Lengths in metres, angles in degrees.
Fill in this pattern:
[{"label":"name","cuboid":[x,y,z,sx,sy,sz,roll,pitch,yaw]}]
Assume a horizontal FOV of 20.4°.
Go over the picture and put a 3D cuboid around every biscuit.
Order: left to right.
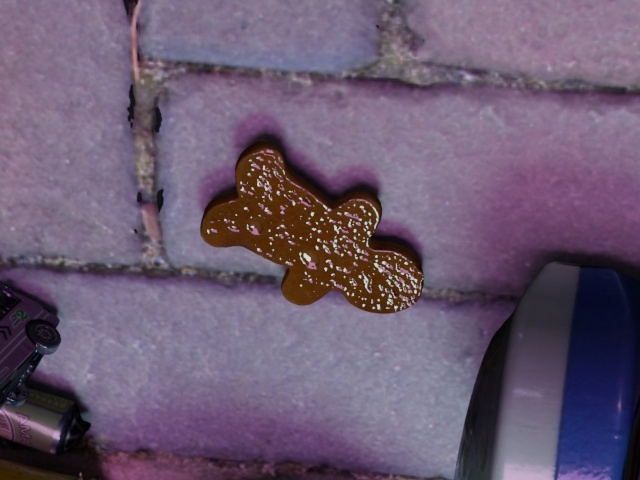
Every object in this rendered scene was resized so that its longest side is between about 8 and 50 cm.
[{"label":"biscuit","cuboid":[0.000,0.000,1.580,0.205,0.031,0.138,29,123,-8]}]

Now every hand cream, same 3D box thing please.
[{"label":"hand cream","cuboid":[-0.340,0.156,1.732,0.235,0.055,0.086,17,146,1]}]

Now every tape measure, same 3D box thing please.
[{"label":"tape measure","cuboid":[0.207,0.176,1.532,0.138,0.262,0.259,10,123,16]}]

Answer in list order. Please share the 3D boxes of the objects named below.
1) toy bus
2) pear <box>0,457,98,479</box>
[{"label":"toy bus","cuboid":[-0.325,0.121,1.624,0.108,0.199,0.096,35,123,1]},{"label":"pear","cuboid":[-0.344,0.300,1.763,0.178,0.267,0.267,34,128,25]}]
